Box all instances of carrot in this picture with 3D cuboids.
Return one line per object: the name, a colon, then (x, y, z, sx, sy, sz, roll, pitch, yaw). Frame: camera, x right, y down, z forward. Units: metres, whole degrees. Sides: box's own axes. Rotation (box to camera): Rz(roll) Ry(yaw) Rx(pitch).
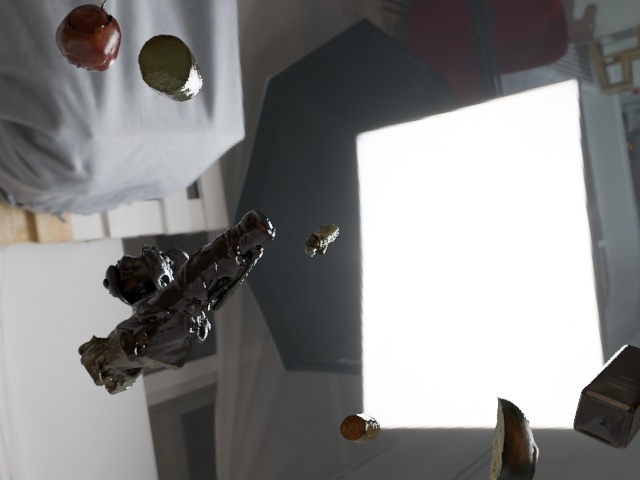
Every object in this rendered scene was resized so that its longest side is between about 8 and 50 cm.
carrot: (0.110, 0.503, 1.795, 0.082, 0.082, 0.173, -9, 160, 16)

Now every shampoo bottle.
shampoo bottle: (0.484, 0.235, 1.052, 0.080, 0.079, 0.246, 21, -155, 36)

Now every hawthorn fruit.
hawthorn fruit: (-0.530, -0.478, 1.551, 0.148, 0.172, 0.148, 30, 180, 0)

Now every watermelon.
watermelon: (0.485, 0.559, 1.741, 0.123, 0.300, 0.129, 15, 166, -25)

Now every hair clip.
hair clip: (-0.397, 0.130, 1.638, 0.195, 0.310, 0.206, -26, -138, -5)

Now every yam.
yam: (-0.417, -0.477, 1.871, 0.161, 0.161, 0.268, -9, -174, -2)

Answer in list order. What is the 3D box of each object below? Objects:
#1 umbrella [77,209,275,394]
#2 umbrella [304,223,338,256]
umbrella: (-0.202, 0.096, 0.992, 0.358, 0.106, 0.113, -42, 153, 8)
umbrella: (0.000, 0.000, 1.929, 0.062, 0.067, 0.143, -31, -169, 42)
